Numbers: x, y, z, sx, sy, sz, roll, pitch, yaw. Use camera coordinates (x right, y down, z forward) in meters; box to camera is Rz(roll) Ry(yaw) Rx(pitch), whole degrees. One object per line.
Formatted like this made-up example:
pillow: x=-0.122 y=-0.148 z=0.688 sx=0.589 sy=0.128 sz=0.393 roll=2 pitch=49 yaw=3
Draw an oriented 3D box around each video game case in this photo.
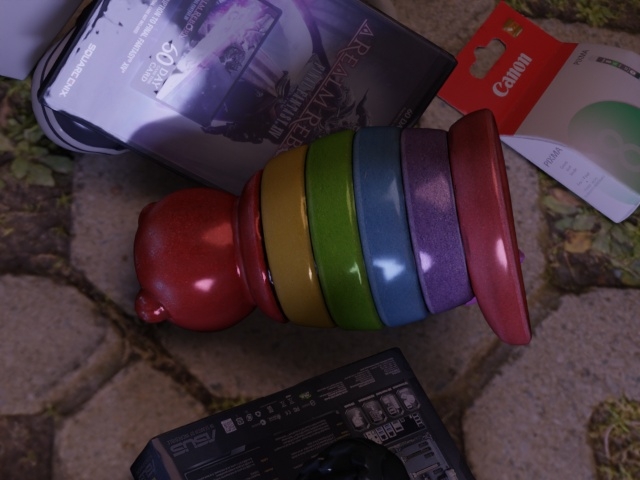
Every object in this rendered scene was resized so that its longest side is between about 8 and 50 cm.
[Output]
video game case: x=-0.054 y=-0.129 z=1.144 sx=0.274 sy=0.196 sz=0.026 roll=28 pitch=18 yaw=-23

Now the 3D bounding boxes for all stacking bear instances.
stacking bear: x=0.000 y=0.000 z=1.100 sx=0.289 sy=0.164 sz=0.175 roll=-10 pitch=63 yaw=9

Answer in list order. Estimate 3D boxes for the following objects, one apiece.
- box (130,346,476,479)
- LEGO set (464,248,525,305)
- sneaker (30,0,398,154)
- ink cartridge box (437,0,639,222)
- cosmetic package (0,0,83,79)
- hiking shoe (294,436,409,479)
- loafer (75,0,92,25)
box: x=0.004 y=0.197 z=1.060 sx=0.233 sy=0.059 sz=0.183 roll=-18 pitch=68 yaw=-34
LEGO set: x=0.092 y=-0.027 z=1.250 sx=0.093 sy=0.087 sz=0.227 roll=-13 pitch=58 yaw=-32
sneaker: x=-0.079 y=-0.160 z=1.208 sx=0.321 sy=0.127 sz=0.126 roll=-23 pitch=102 yaw=-31
ink cartridge box: x=0.244 y=-0.143 z=1.423 sx=0.225 sy=0.056 sz=0.181 roll=37 pitch=49 yaw=1
cosmetic package: x=-0.261 y=-0.291 z=1.164 sx=0.138 sy=0.224 sz=0.224 roll=9 pitch=52 yaw=-38
hiking shoe: x=0.037 y=0.274 z=0.944 sx=0.132 sy=0.113 sz=0.304 roll=-3 pitch=96 yaw=-42
loafer: x=-0.138 y=-0.182 z=1.272 sx=0.148 sy=0.050 sz=0.056 roll=7 pitch=54 yaw=-20
